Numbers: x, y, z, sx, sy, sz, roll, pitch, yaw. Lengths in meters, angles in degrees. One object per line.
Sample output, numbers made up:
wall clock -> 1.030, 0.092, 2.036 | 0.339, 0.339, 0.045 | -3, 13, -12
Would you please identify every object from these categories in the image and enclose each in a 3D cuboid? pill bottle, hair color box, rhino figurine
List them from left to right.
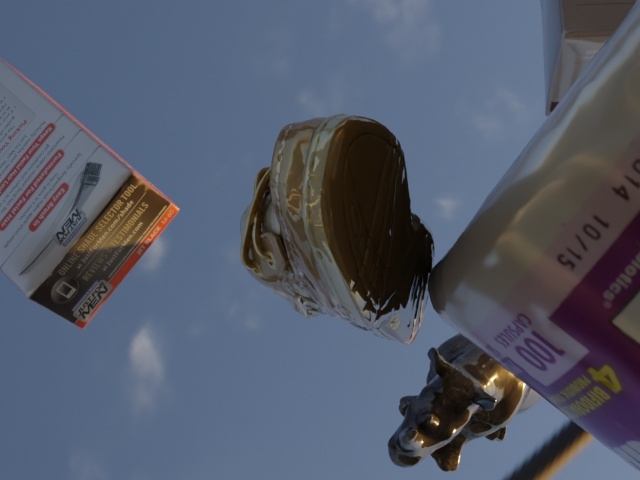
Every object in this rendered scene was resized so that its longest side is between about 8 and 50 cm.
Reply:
hair color box -> -0.170, -0.033, 0.878 | 0.093, 0.167, 0.053 | -51, -40, 0
rhino figurine -> 0.105, 0.098, 0.999 | 0.073, 0.243, 0.106 | 46, -66, 14
pill bottle -> 0.203, 0.047, 0.542 | 0.301, 0.169, 0.169 | 37, -98, 4

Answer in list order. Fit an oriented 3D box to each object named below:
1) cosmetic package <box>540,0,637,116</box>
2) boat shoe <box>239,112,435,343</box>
cosmetic package -> 0.192, -0.195, 0.873 | 0.127, 0.107, 0.238 | -2, -116, 2
boat shoe -> 0.000, 0.000, 0.515 | 0.059, 0.170, 0.063 | 9, -106, 14
